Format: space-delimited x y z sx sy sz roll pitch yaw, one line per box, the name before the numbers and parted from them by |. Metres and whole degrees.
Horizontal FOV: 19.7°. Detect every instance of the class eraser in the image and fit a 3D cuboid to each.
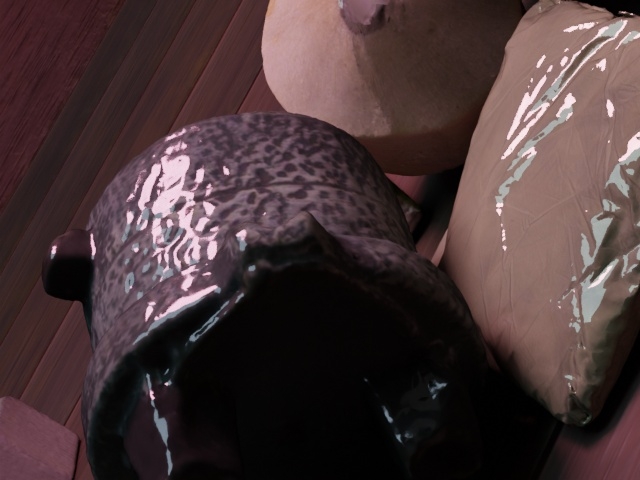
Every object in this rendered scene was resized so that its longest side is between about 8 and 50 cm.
eraser | -0.395 0.352 2.087 0.352 0.111 0.077 -61 18 -11

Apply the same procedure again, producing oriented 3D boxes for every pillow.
pillow | 0.164 -0.035 1.284 0.274 0.076 0.281 -69 22 6

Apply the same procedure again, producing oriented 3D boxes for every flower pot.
flower pot | -0.036 0.073 1.258 0.299 0.299 0.283 -48 39 27

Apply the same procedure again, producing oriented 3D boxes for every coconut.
coconut | 0.068 -0.168 1.550 0.241 0.241 0.241 -49 20 25

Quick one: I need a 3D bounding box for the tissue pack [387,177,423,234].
tissue pack | 0.000 0.000 1.716 0.173 0.073 0.235 -56 18 7
